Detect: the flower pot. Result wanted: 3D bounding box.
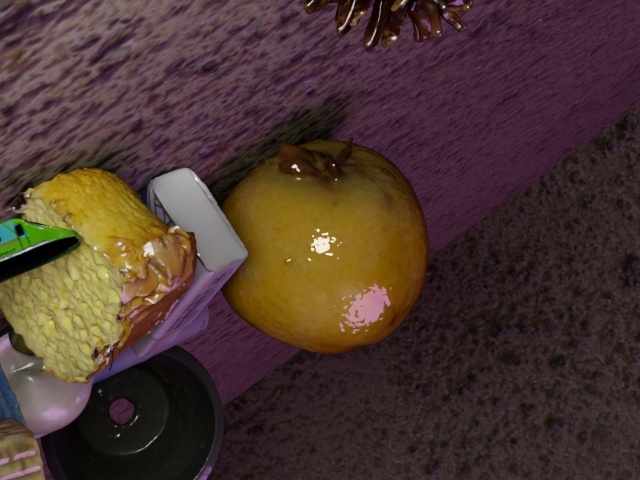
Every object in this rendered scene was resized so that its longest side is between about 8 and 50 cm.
[{"bbox_3d":[-0.288,0.266,1.982,0.269,0.269,0.166,-34,-167,-11],"label":"flower pot"}]

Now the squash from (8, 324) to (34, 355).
[{"bbox_3d":[-0.306,0.075,1.458,0.052,0.052,0.183,-30,167,-34],"label":"squash"}]

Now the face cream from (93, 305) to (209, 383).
[{"bbox_3d":[-0.255,0.129,1.805,0.077,0.077,0.250,-43,170,33],"label":"face cream"}]

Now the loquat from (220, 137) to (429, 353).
[{"bbox_3d":[0.000,0.000,1.610,0.275,0.275,0.275,-35,170,-7],"label":"loquat"}]

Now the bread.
[{"bbox_3d":[-0.208,0.026,1.281,0.147,0.160,0.260,-39,168,-33],"label":"bread"}]

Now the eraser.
[{"bbox_3d":[-0.175,0.028,1.463,0.068,0.124,0.210,-27,166,-41],"label":"eraser"}]

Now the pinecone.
[{"bbox_3d":[0.046,-0.213,0.965,0.163,0.165,0.163,-39,169,-9],"label":"pinecone"}]

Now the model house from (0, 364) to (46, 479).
[{"bbox_3d":[-0.393,0.222,1.220,0.261,0.321,0.266,-14,145,-26],"label":"model house"}]

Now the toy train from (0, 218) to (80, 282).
[{"bbox_3d":[-0.308,0.022,1.123,0.209,0.042,0.044,-23,162,-12],"label":"toy train"}]

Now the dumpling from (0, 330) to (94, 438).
[{"bbox_3d":[-0.343,0.153,1.585,0.111,0.181,0.155,-4,145,18],"label":"dumpling"}]
